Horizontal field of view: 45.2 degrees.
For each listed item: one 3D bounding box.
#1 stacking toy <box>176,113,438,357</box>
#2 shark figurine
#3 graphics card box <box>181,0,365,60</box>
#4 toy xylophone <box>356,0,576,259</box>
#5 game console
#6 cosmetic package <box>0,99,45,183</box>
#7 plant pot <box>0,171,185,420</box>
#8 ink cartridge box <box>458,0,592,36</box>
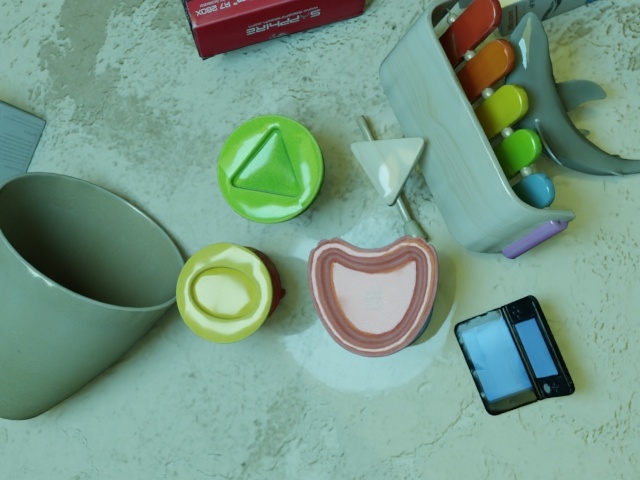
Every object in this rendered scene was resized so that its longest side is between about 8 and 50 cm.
[{"bbox_3d":[0.000,0.000,0.954,0.309,0.130,0.279,8,88,13],"label":"stacking toy"},{"bbox_3d":[0.299,-0.111,0.883,0.278,0.116,0.166,31,123,-9],"label":"shark figurine"},{"bbox_3d":[-0.105,-0.448,1.012,0.233,0.094,0.370,-17,80,-5],"label":"graphics card box"},{"bbox_3d":[0.154,-0.123,0.912,0.081,0.236,0.322,-15,84,-30],"label":"toy xylophone"},{"bbox_3d":[0.228,0.139,0.914,0.071,0.107,0.122,-19,80,-16],"label":"game console"},{"bbox_3d":[-0.498,-0.093,1.103,0.086,0.117,0.231,24,90,16],"label":"cosmetic package"},{"bbox_3d":[-0.351,0.097,1.001,0.256,0.256,0.274,42,114,14],"label":"plant pot"},{"bbox_3d":[0.258,-0.306,0.926,0.180,0.104,0.060,-19,82,13],"label":"ink cartridge box"}]
